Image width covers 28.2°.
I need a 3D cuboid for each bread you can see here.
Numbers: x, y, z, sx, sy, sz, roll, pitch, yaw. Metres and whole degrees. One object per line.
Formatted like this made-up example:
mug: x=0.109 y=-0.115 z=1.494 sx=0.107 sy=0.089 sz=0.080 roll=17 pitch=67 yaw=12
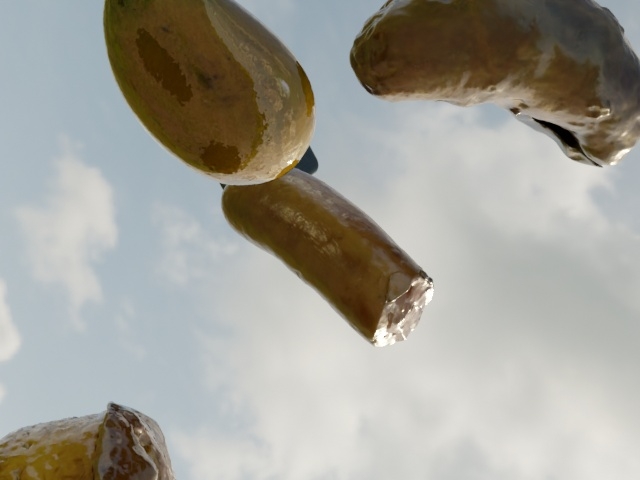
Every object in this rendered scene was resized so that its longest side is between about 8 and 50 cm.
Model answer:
bread: x=-0.211 y=0.294 z=1.152 sx=0.312 sy=0.172 sz=0.312 roll=177 pitch=-90 yaw=-88

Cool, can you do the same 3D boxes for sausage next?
sausage: x=-0.002 y=0.000 z=1.321 sx=0.270 sy=0.109 sz=0.109 roll=38 pitch=-51 yaw=33

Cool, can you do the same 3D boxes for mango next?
mango: x=-0.101 y=-0.141 z=1.087 sx=0.221 sy=0.120 sz=0.151 roll=42 pitch=-43 yaw=-11

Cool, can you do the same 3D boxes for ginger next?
ginger: x=0.191 y=-0.188 z=1.269 sx=0.165 sy=0.321 sz=0.172 roll=-163 pitch=-91 yaw=-76

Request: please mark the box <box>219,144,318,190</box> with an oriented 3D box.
box: x=-0.104 y=-0.161 z=1.754 sx=0.050 sy=0.160 sz=0.230 roll=-13 pitch=-70 yaw=47
